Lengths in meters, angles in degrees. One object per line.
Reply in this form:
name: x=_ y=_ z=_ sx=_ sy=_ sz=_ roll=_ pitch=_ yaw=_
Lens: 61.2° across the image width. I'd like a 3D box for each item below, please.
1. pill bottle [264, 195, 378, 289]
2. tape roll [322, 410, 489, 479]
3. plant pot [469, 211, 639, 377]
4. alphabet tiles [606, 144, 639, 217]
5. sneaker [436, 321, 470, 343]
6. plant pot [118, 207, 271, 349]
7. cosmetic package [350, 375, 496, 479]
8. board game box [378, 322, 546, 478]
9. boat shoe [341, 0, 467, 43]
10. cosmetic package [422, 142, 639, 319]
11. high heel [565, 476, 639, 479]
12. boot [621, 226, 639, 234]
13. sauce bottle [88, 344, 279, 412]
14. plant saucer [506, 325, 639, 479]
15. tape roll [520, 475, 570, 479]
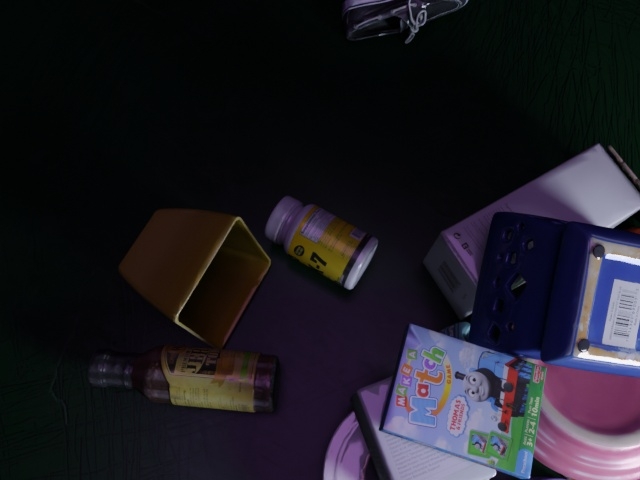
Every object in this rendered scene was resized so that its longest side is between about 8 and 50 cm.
pill bottle: x=0.000 y=0.000 z=1.094 sx=0.208 sy=0.119 sz=0.119 roll=29 pitch=73 yaw=11
tape roll: x=0.142 y=0.418 z=0.950 sx=0.286 sy=0.100 sz=0.286 roll=0 pitch=70 yaw=0
plant pot: x=0.399 y=0.086 z=0.836 sx=0.235 sy=0.212 sz=0.236 roll=11 pitch=90 yaw=-14
alphabet tiles: x=0.628 y=-0.083 z=1.071 sx=0.009 sy=0.237 sz=0.198 roll=-36 pitch=71 yaw=18
sneaker: x=0.283 y=0.251 z=0.946 sx=0.122 sy=0.110 sz=0.283 roll=-33 pitch=45 yaw=4
plant pot: x=-0.250 y=0.056 z=1.039 sx=0.187 sy=0.212 sz=0.212 roll=22 pitch=71 yaw=21
cosmetic package: x=0.151 y=0.304 z=0.857 sx=0.151 sy=0.151 sz=0.184 roll=-18 pitch=71 yaw=-9
board game box: x=0.208 y=0.230 z=0.787 sx=0.211 sy=0.039 sz=0.160 roll=17 pitch=68 yaw=4
boat shoe: x=0.206 y=-0.542 z=1.297 sx=0.306 sy=0.113 sz=0.105 roll=-6 pitch=76 yaw=1
cosmetic package: x=0.403 y=-0.014 z=1.057 sx=0.365 sy=0.197 sz=0.155 roll=-28 pitch=73 yaw=-8
high heel: x=0.545 y=0.415 z=0.977 sx=0.244 sy=0.082 sz=0.117 roll=20 pitch=34 yaw=23
boot: x=0.616 y=0.007 z=1.106 sx=0.157 sy=0.085 sz=0.059 roll=-24 pitch=70 yaw=-10
sauce bottle: x=-0.251 y=0.252 z=1.007 sx=0.344 sy=0.111 sz=0.111 roll=4 pitch=70 yaw=0
plant saucer: x=0.482 y=0.255 z=0.975 sx=0.332 sy=0.084 sz=0.332 roll=-1 pitch=56 yaw=2
tape roll: x=0.403 y=0.506 z=0.925 sx=0.188 sy=0.080 sz=0.189 roll=0 pitch=69 yaw=1
